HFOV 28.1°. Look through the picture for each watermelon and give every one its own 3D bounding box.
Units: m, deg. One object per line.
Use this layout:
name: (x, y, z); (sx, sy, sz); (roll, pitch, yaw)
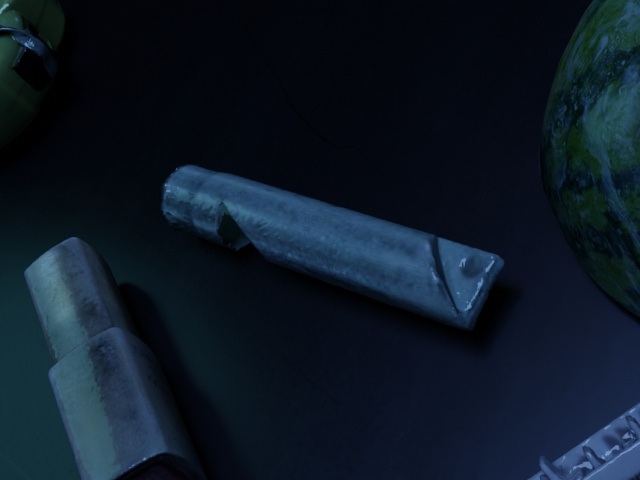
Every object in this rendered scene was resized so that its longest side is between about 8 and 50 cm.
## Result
watermelon: (0.249, -0.072, 0.842); (0.224, 0.180, 0.305); (128, 153, -58)

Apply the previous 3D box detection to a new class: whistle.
whistle: (0.000, 0.000, 0.985); (0.312, 0.062, 0.062); (18, 69, 38)

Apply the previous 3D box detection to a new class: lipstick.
lipstick: (-0.168, 0.103, 0.999); (0.077, 0.079, 0.253); (-34, 48, 5)

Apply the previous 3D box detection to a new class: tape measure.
tape measure: (-0.346, -0.169, 1.281); (0.200, 0.106, 0.175); (-35, 44, 8)

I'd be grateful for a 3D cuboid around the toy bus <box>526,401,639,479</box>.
toy bus: (0.207, 0.122, 0.702); (0.302, 0.113, 0.139); (-37, 86, 8)
